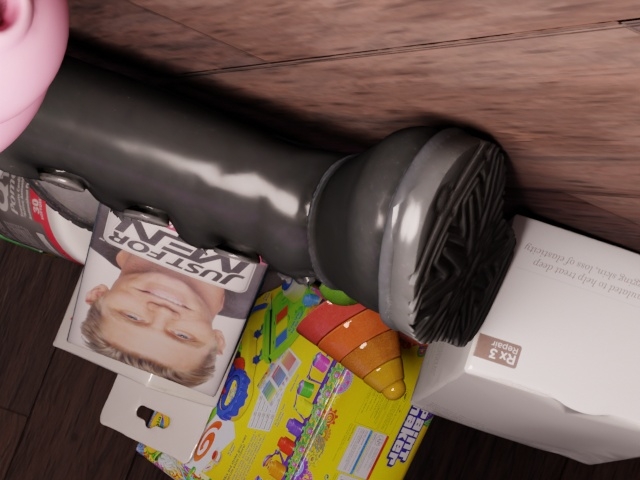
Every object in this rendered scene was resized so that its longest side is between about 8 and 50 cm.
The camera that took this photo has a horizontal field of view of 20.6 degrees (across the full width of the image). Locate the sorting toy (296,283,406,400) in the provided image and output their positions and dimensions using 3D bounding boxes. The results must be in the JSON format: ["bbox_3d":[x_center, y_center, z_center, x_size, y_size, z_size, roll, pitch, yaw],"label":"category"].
[{"bbox_3d":[0.077,0.075,1.798,0.126,0.127,0.365,60,161,12],"label":"sorting toy"}]

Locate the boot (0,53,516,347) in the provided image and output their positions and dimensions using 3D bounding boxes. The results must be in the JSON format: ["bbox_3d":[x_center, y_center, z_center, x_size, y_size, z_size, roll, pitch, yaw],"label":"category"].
[{"bbox_3d":[-0.083,-0.067,1.373,0.445,0.146,0.367,25,170,14],"label":"boot"}]

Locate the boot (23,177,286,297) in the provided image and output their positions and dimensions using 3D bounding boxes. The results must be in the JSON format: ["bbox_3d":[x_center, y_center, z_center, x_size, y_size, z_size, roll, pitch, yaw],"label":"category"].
[{"bbox_3d":[-0.130,-0.059,1.832,0.338,0.118,0.223,29,151,-24],"label":"boot"}]

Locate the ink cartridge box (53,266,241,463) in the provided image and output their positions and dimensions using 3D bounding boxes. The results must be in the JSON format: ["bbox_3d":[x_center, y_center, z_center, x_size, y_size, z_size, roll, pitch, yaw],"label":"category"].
[{"bbox_3d":[-0.192,0.070,2.143,0.207,0.353,0.119,16,174,46],"label":"ink cartridge box"}]

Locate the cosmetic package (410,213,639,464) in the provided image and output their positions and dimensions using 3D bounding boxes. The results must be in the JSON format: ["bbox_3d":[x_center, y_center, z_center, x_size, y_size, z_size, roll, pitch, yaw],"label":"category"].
[{"bbox_3d":[0.226,0.107,1.679,0.217,0.156,0.385,19,168,-3],"label":"cosmetic package"}]

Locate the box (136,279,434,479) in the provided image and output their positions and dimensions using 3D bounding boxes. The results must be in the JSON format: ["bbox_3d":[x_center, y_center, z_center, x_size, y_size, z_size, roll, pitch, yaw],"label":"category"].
[{"bbox_3d":[-0.031,0.200,2.150,0.177,0.290,0.279,25,-178,-43],"label":"box"}]

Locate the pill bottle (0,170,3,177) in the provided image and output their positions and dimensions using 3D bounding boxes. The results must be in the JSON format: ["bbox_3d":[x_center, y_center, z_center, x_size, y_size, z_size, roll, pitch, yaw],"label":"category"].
[{"bbox_3d":[-0.512,-0.151,1.818,0.363,0.210,0.210,18,175,26],"label":"pill bottle"}]

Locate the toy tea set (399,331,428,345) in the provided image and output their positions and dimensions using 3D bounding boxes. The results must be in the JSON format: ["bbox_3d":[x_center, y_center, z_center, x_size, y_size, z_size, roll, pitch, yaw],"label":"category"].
[{"bbox_3d":[0.228,0.066,1.988,0.336,0.124,0.200,25,146,-9],"label":"toy tea set"}]

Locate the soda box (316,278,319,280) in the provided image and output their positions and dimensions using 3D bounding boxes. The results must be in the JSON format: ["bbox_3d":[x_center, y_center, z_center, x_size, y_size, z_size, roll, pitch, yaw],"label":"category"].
[{"bbox_3d":[0.000,0.000,2.099,0.083,0.092,0.263,18,175,35],"label":"soda box"}]

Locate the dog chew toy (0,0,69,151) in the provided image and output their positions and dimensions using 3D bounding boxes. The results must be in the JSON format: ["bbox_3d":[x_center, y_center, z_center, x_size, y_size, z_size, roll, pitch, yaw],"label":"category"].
[{"bbox_3d":[-0.259,-0.126,1.093,0.207,0.206,0.332,23,167,-28],"label":"dog chew toy"}]

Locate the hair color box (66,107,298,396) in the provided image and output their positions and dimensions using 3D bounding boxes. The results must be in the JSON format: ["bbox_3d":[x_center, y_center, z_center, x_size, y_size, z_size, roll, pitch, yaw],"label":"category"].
[{"bbox_3d":[-0.136,0.011,1.748,0.174,0.105,0.347,21,146,-1],"label":"hair color box"}]

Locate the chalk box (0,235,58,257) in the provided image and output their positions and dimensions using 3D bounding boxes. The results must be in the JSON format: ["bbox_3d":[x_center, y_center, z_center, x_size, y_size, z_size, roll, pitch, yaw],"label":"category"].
[{"bbox_3d":[-0.473,-0.108,2.423,0.289,0.180,0.179,19,176,-1],"label":"chalk box"}]

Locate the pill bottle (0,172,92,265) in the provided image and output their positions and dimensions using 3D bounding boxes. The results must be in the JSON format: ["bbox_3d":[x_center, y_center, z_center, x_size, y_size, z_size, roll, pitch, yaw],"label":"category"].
[{"bbox_3d":[-0.306,-0.073,2.070,0.176,0.176,0.318,24,175,-37],"label":"pill bottle"}]
